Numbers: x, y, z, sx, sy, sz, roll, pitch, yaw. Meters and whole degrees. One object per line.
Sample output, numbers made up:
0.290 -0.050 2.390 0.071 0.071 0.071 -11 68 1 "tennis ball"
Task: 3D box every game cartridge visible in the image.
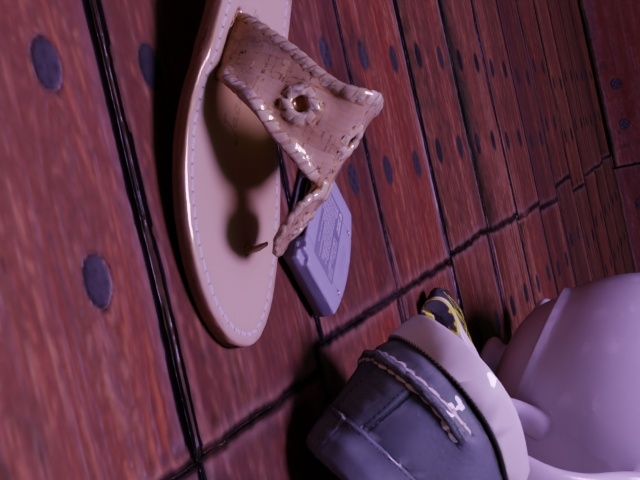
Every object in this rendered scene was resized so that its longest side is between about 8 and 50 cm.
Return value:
0.000 0.000 0.640 0.056 0.017 0.083 59 28 -35 "game cartridge"

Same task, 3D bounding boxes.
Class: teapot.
0.216 0.128 0.919 0.256 0.187 0.252 86 28 -62 "teapot"

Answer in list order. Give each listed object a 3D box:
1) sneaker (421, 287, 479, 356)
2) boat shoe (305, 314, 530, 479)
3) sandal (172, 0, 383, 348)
0.100 0.070 0.843 0.035 0.031 0.083 -69 142 -57 "sneaker"
0.070 0.180 0.660 0.099 0.116 0.319 -37 133 -20 "boat shoe"
-0.011 -0.073 0.520 0.088 0.079 0.240 24 63 -62 "sandal"
